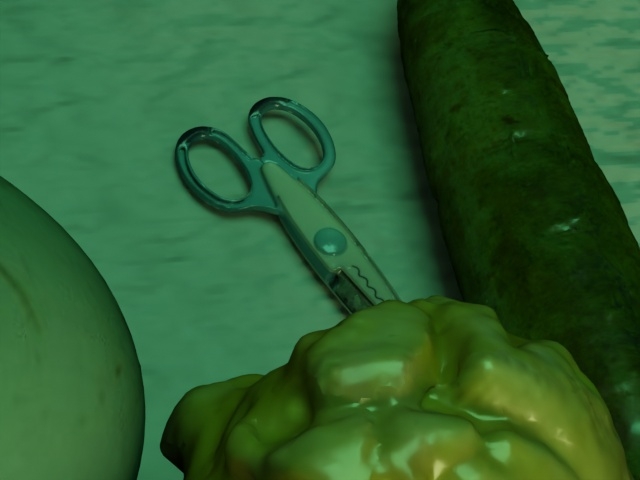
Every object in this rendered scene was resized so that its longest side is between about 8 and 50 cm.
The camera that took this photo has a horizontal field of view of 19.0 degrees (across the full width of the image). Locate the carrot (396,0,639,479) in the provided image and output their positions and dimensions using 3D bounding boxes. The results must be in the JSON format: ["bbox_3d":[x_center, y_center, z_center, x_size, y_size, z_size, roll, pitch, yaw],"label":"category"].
[{"bbox_3d":[0.087,0.036,0.620,0.074,0.074,0.358,-4,56,-24],"label":"carrot"}]

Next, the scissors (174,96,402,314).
[{"bbox_3d":[0.000,0.000,0.647,0.058,0.014,0.119,-24,64,-28],"label":"scissors"}]

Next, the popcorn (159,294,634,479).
[{"bbox_3d":[0.017,0.094,0.498,0.152,0.167,0.148,4,15,4],"label":"popcorn"}]

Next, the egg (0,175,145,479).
[{"bbox_3d":[-0.153,0.045,0.457,0.231,0.168,0.168,1,55,-26],"label":"egg"}]
